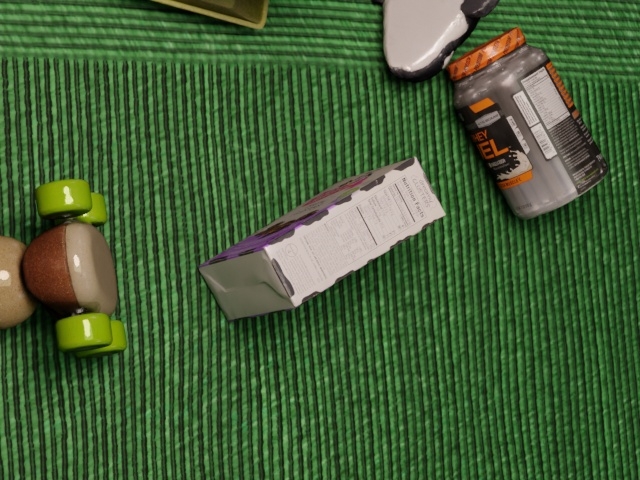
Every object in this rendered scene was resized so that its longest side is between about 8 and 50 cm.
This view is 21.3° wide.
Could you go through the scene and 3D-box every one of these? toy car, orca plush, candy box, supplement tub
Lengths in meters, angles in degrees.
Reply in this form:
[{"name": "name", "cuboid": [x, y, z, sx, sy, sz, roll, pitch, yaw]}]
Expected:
[{"name": "toy car", "cuboid": [-0.291, 0.040, 1.594, 0.188, 0.149, 0.155, -10, 82, 2]}, {"name": "orca plush", "cuboid": [0.137, -0.294, 1.877, 0.151, 0.102, 0.287, -5, 68, 18]}, {"name": "candy box", "cuboid": [0.000, 0.000, 1.696, 0.196, 0.165, 0.070, -31, 97, -27]}, {"name": "supplement tub", "cuboid": [0.221, -0.129, 1.853, 0.117, 0.117, 0.190, -32, 96, -27]}]

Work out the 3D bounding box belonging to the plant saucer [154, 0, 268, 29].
[{"name": "plant saucer", "cuboid": [-0.139, -0.321, 1.749, 0.188, 0.045, 0.188, 13, 76, -24]}]
